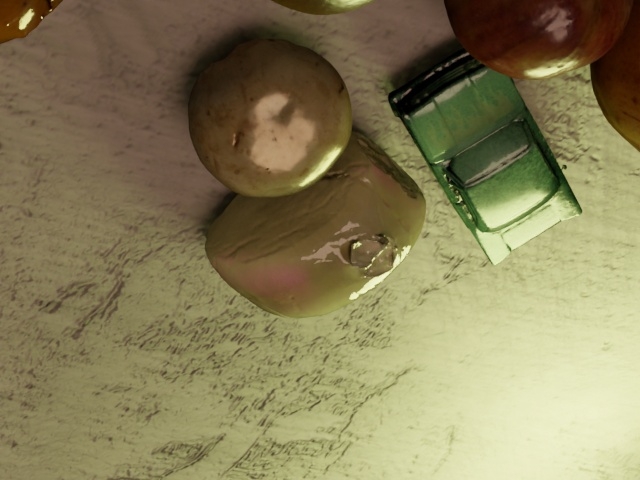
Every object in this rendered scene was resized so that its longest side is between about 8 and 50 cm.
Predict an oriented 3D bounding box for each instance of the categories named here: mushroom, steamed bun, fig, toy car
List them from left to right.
[{"bbox_3d":[-0.053,-0.126,1.339,0.166,0.127,0.166,-5,113,-11],"label":"mushroom"},{"bbox_3d":[0.000,0.000,1.468,0.239,0.152,0.170,-37,136,11],"label":"steamed bun"},{"bbox_3d":[0.200,-0.092,1.507,0.141,0.097,0.320,-31,139,7],"label":"toy car"},{"bbox_3d":[0.207,-0.243,1.299,0.205,0.205,0.205,-13,138,-12],"label":"fig"}]

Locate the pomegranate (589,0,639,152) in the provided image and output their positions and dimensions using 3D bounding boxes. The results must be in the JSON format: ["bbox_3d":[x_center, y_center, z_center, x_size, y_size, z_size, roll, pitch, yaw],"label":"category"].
[{"bbox_3d":[0.417,-0.184,1.383,0.264,0.264,0.264,-13,138,-12],"label":"pomegranate"}]

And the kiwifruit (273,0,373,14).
[{"bbox_3d":[-0.009,-0.295,1.132,0.196,0.196,0.234,-37,144,14],"label":"kiwifruit"}]

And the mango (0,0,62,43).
[{"bbox_3d":[-0.342,-0.240,1.058,0.287,0.152,0.201,7,133,-30],"label":"mango"}]
